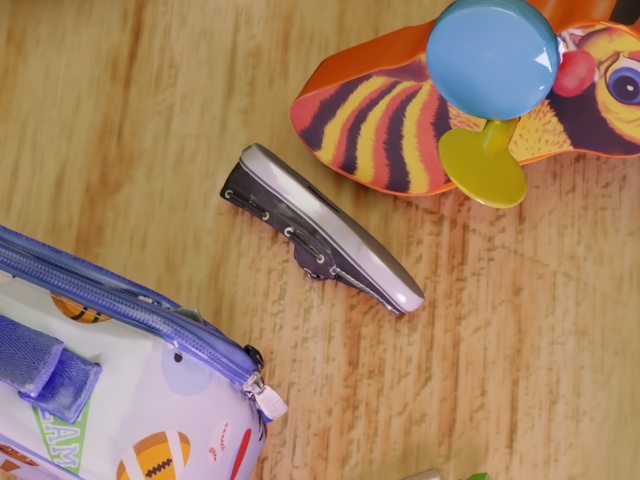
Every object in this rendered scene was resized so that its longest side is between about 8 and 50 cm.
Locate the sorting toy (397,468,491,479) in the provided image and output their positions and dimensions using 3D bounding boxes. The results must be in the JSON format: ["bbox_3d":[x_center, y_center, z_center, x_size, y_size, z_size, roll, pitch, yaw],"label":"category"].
[{"bbox_3d":[0.061,0.161,0.833,0.083,0.012,0.062,-20,68,2],"label":"sorting toy"}]

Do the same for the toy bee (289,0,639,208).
[{"bbox_3d":[0.131,-0.082,0.807,0.162,0.298,0.195,50,58,-15],"label":"toy bee"}]

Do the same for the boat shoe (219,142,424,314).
[{"bbox_3d":[0.000,0.000,0.874,0.142,0.049,0.040,42,99,16],"label":"boat shoe"}]

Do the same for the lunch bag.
[{"bbox_3d":[-0.163,0.054,0.764,0.303,0.243,0.115,22,76,12],"label":"lunch bag"}]
